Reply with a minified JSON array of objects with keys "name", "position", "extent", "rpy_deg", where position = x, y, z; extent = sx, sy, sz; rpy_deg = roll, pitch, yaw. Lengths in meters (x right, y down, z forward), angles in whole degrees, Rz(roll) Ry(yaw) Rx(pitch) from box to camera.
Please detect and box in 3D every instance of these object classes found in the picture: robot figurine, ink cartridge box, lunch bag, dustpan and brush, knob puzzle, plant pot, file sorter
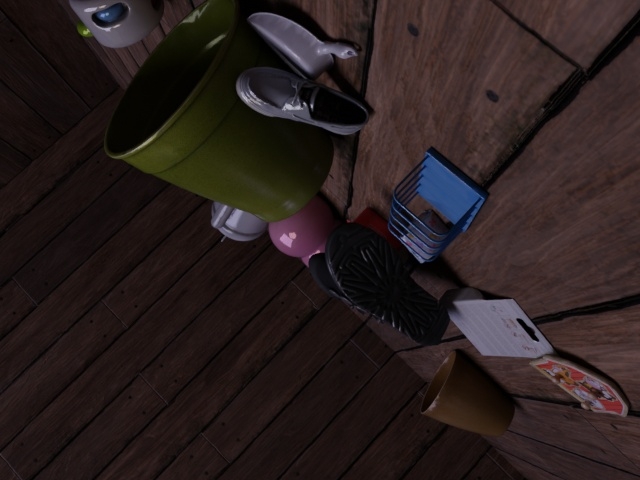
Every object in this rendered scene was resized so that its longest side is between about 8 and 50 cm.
[{"name":"robot figurine","position":[-0.235,-0.135,1.802],"extent":[0.200,0.300,0.353],"rpy_deg":[46,133,12]},{"name":"ink cartridge box","position":[0.401,0.182,1.227],"extent":[0.189,0.066,0.232],"rpy_deg":[48,150,-14]},{"name":"lunch bag","position":[0.203,-0.008,1.082],"extent":[0.071,0.083,0.053],"rpy_deg":[46,171,-8]},{"name":"dustpan and brush","position":[-0.014,-0.302,0.872],"extent":[0.147,0.060,0.211],"rpy_deg":[37,-175,-43]},{"name":"ink cartridge box","position":[0.149,0.006,1.403],"extent":[0.134,0.078,0.231],"rpy_deg":[40,170,22]},{"name":"knob puzzle","position":[0.526,0.297,1.106],"extent":[0.213,0.030,0.213],"rpy_deg":[37,166,11]},{"name":"plant pot","position":[-0.169,-0.219,1.105],"extent":[0.353,0.366,0.366],"rpy_deg":[38,177,-37]},{"name":"file sorter","position":[0.185,-0.049,0.920],"extent":[0.118,0.104,0.170],"rpy_deg":[42,170,14]},{"name":"plant pot","position":[0.500,0.533,1.828],"extent":[0.254,0.237,0.237],"rpy_deg":[29,169,8]}]

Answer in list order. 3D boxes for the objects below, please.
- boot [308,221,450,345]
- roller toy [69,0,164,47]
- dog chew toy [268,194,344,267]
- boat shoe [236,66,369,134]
[{"name":"boot","position":[0.078,0.077,1.388],"extent":[0.367,0.146,0.445],"rpy_deg":[47,173,-20]},{"name":"roller toy","position":[-0.481,-0.571,1.300],"extent":[0.191,0.209,0.146],"rpy_deg":[24,161,30]},{"name":"dog chew toy","position":[0.000,0.000,1.708],"extent":[0.332,0.207,0.206],"rpy_deg":[40,173,-21]},{"name":"boat shoe","position":[-0.022,-0.234,0.907],"extent":[0.227,0.079,0.081],"rpy_deg":[13,178,-22]}]
